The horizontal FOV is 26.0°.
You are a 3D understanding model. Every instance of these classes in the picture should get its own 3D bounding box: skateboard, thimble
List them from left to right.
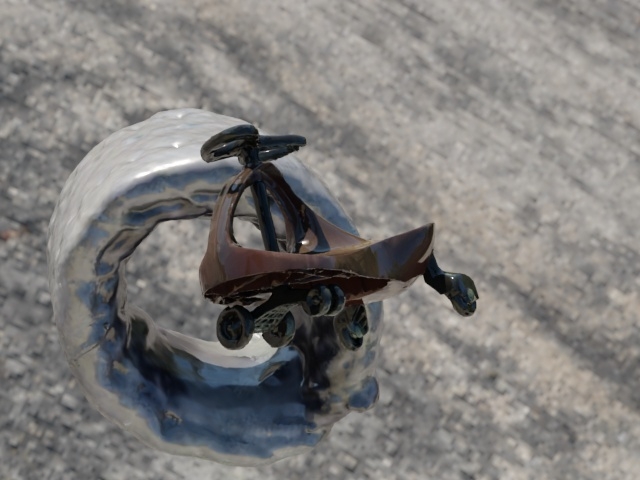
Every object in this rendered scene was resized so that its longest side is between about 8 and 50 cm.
[{"bbox_3d":[-0.074,0.031,0.973,0.245,0.217,0.157,44,5,-23],"label":"thimble"},{"bbox_3d":[0.000,0.000,0.556,0.151,0.067,0.080,7,67,-60],"label":"skateboard"}]
